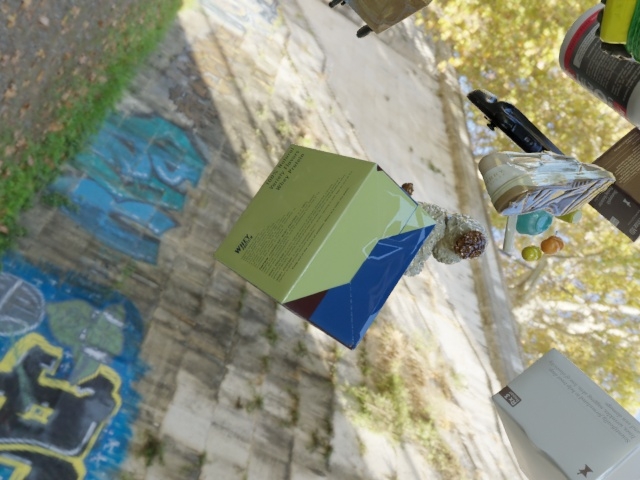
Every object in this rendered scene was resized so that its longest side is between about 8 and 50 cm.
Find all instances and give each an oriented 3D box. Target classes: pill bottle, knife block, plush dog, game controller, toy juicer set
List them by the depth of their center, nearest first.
[{"bbox_3d":[0.115,-0.396,1.000,0.276,0.242,0.088,39,-94,29],"label":"knife block"},{"bbox_3d":[0.645,-0.332,1.215,0.176,0.176,0.318,-52,-133,23],"label":"pill bottle"},{"bbox_3d":[0.427,-0.201,1.269,0.067,0.319,0.166,-51,-148,11],"label":"game controller"},{"bbox_3d":[0.283,-0.016,1.434,0.262,0.226,0.210,-22,123,-78],"label":"plush dog"},{"bbox_3d":[0.642,-0.039,1.874,0.089,0.329,0.209,45,-57,51],"label":"toy juicer set"}]

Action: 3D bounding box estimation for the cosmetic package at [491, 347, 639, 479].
[{"bbox_3d":[0.468,0.393,1.123,0.156,0.385,0.217,-36,-132,-6],"label":"cosmetic package"}]

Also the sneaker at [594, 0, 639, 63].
[{"bbox_3d":[0.314,-0.263,0.436,0.134,0.343,0.146,-38,-127,-12],"label":"sneaker"}]

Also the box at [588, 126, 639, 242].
[{"bbox_3d":[0.802,-0.141,1.557,0.167,0.203,0.168,-39,157,-7],"label":"box"}]

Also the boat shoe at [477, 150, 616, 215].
[{"bbox_3d":[0.378,-0.105,1.007,0.109,0.303,0.098,-51,-125,45],"label":"boat shoe"}]

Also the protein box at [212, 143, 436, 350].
[{"bbox_3d":[0.000,0.000,0.807,0.199,0.136,0.201,-56,-145,-7],"label":"protein box"}]
